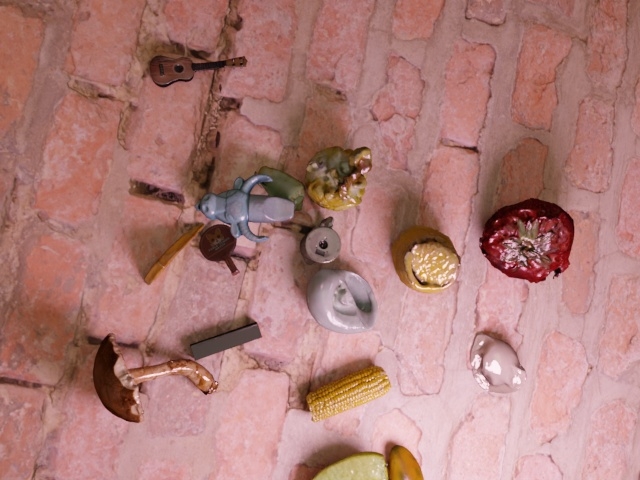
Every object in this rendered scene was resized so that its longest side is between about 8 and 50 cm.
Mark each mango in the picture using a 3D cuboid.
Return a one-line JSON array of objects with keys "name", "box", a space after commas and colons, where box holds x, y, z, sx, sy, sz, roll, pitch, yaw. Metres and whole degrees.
[{"name": "mango", "box": [0.242, 0.661, 1.678, 0.089, 0.111, 0.163, -16, 66, 27]}]

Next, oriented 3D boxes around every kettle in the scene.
[{"name": "kettle", "box": [-0.006, 0.002, 1.652, 0.098, 0.148, 0.127, -8, 89, -10]}]

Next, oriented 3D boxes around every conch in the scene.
[{"name": "conch", "box": [-0.107, -0.152, 1.683, 0.170, 0.079, 0.106, 44, 65, -2]}, {"name": "conch", "box": [0.059, 0.168, 1.666, 0.221, 0.121, 0.185, 41, 75, -13]}]

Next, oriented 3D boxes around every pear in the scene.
[{"name": "pear", "box": [0.078, 0.714, 1.630, 0.239, 0.139, 0.288, -8, 91, 2]}]

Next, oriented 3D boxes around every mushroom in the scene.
[{"name": "mushroom", "box": [-0.450, 0.337, 1.545, 0.208, 0.301, 0.233, -10, 91, 31]}]

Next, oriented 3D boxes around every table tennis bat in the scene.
[{"name": "table tennis bat", "box": [-0.255, 0.046, 1.667, 0.107, 0.119, 0.170, -34, 62, -1]}]

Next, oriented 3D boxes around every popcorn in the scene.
[{"name": "popcorn", "box": [0.056, -0.184, 1.660, 0.198, 0.212, 0.198, 17, 63, -38]}]

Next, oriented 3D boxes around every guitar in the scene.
[{"name": "guitar", "box": [-0.339, -0.485, 1.673, 0.271, 0.038, 0.084, -9, 88, -9]}]

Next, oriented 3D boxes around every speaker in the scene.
[{"name": "speaker", "box": [-0.258, 0.276, 1.634, 0.191, 0.040, 0.046, -17, 92, -13]}]

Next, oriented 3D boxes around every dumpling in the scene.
[{"name": "dumpling", "box": [0.518, 0.372, 1.767, 0.176, 0.092, 0.150, 43, 93, -11]}]

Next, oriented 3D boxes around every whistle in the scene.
[{"name": "whistle", "box": [-0.206, -0.087, 1.624, 0.273, 0.093, 0.186, 2, 79, 3]}]

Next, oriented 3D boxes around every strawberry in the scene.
[{"name": "strawberry", "box": [0.612, -0.012, 1.757, 0.274, 0.220, 0.274, 3, 118, 6]}]

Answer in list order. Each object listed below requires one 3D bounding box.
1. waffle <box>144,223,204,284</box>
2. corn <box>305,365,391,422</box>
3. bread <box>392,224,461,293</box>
[{"name": "waffle", "box": [-0.400, 0.034, 1.640, 0.032, 0.125, 0.191, 42, 46, -3]}, {"name": "corn", "box": [0.077, 0.426, 1.665, 0.244, 0.093, 0.093, -19, 90, -13]}, {"name": "bread", "box": [0.301, 0.055, 1.698, 0.197, 0.170, 0.197, 0, 93, -1]}]
